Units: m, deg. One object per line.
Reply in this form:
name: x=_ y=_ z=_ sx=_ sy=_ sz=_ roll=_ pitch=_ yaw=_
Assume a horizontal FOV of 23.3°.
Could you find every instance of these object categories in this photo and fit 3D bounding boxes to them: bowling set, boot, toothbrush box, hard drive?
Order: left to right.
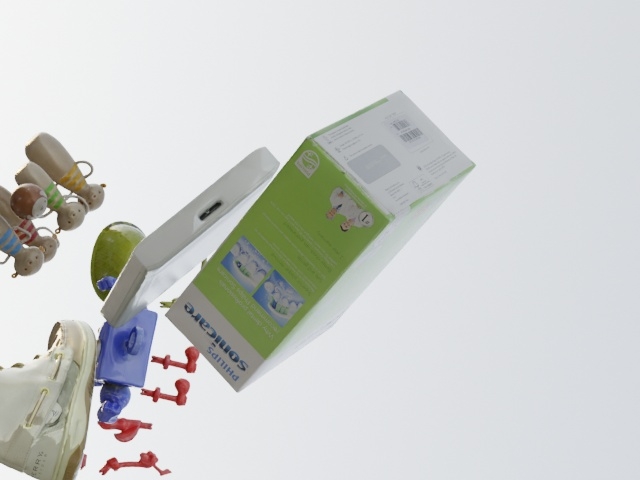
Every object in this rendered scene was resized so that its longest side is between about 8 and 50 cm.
boot: x=-0.291 y=0.129 z=1.402 sx=0.213 sy=0.165 sz=0.077 roll=-98 pitch=-155 yaw=-57
bowling set: x=-0.434 y=-0.016 z=2.317 sx=0.154 sy=0.287 sz=0.200 roll=47 pitch=-11 yaw=-23
hard drive: x=-0.164 y=0.002 z=1.874 sx=0.040 sy=0.203 sz=0.307 roll=49 pitch=-21 yaw=2
toothbrush box: x=0.000 y=0.000 z=1.605 sx=0.122 sy=0.206 sz=0.283 roll=45 pitch=-56 yaw=9

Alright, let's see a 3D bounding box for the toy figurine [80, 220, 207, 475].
toy figurine: x=-0.241 y=0.132 z=2.111 sx=0.217 sy=0.191 sz=0.362 roll=138 pitch=-34 yaw=-68
